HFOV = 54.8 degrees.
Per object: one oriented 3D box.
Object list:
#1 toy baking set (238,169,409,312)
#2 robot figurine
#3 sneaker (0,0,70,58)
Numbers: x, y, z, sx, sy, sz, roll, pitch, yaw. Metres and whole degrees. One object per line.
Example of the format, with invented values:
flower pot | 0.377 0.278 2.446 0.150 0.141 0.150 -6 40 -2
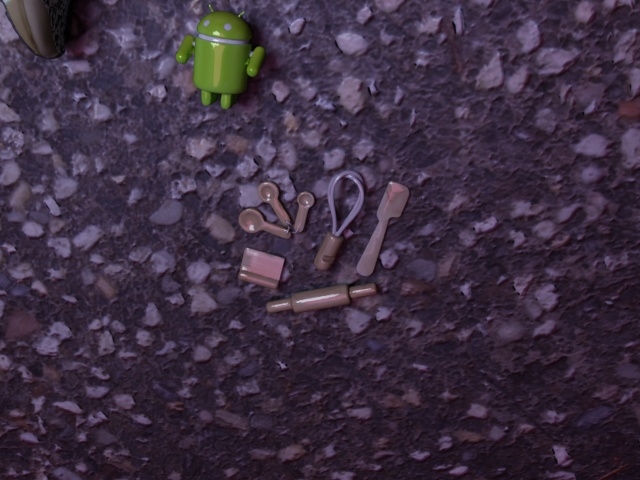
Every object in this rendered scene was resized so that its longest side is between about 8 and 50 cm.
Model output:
toy baking set | 0.000 0.007 0.842 0.256 0.030 0.197 -7 112 10
robot figurine | -0.118 -0.219 0.741 0.101 0.067 0.115 12 114 5
sneaker | -0.236 -0.381 0.657 0.181 0.158 0.411 14 119 -14
